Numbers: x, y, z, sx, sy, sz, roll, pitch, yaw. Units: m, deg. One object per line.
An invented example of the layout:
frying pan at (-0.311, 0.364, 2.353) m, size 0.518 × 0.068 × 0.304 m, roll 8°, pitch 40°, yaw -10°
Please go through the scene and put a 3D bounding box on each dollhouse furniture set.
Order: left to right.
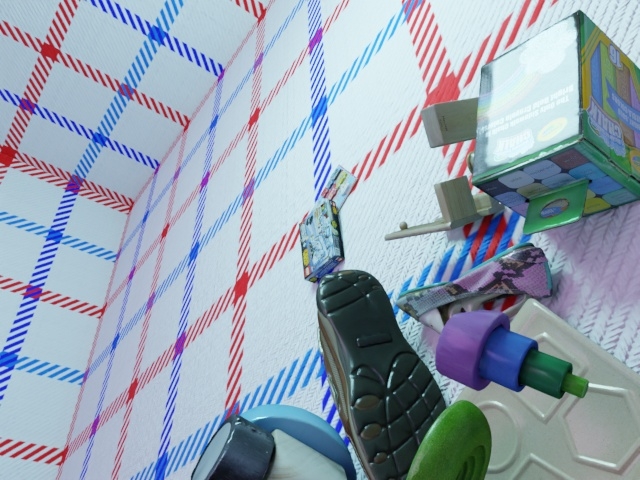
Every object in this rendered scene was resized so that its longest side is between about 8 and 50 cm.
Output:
dollhouse furniture set at (0.158, -0.095, 0.737) m, size 0.123 × 0.144 × 0.151 m, roll -13°, pitch 93°, yaw 57°

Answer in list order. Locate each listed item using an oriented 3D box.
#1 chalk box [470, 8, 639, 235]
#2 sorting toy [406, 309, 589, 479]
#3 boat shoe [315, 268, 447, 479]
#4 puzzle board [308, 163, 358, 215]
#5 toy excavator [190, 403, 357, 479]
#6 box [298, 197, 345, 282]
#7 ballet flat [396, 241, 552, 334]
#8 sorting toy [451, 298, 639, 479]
chalk box at (0.257, -0.102, 0.589) m, size 0.132 × 0.132 × 0.213 m, roll -21°, pitch 52°, yaw 51°
sorting toy at (0.147, 0.239, 0.458) m, size 0.126 × 0.127 × 0.365 m, roll 19°, pitch 112°, yaw 38°
boat shoe at (0.070, 0.190, 0.711) m, size 0.120 × 0.123 × 0.324 m, roll 103°, pitch 158°, yaw -47°
puzzle board at (0.022, -0.085, 1.101) m, size 0.128 × 0.011 × 0.096 m, roll -60°, pitch 28°, yaw 11°
toy excavator at (-0.129, 0.397, 0.802) m, size 0.433 × 0.222 × 0.445 m, roll -56°, pitch 9°, yaw 4°
box at (0.000, 0.000, 1.041) m, size 0.094 × 0.027 × 0.137 m, roll -40°, pitch 42°, yaw 37°
ballet flat at (0.176, 0.074, 0.659) m, size 0.221 × 0.077 × 0.079 m, roll -31°, pitch 63°, yaw 46°
sorting toy at (0.217, 0.183, 0.521) m, size 0.193 × 0.038 × 0.208 m, roll -59°, pitch 31°, yaw 12°
